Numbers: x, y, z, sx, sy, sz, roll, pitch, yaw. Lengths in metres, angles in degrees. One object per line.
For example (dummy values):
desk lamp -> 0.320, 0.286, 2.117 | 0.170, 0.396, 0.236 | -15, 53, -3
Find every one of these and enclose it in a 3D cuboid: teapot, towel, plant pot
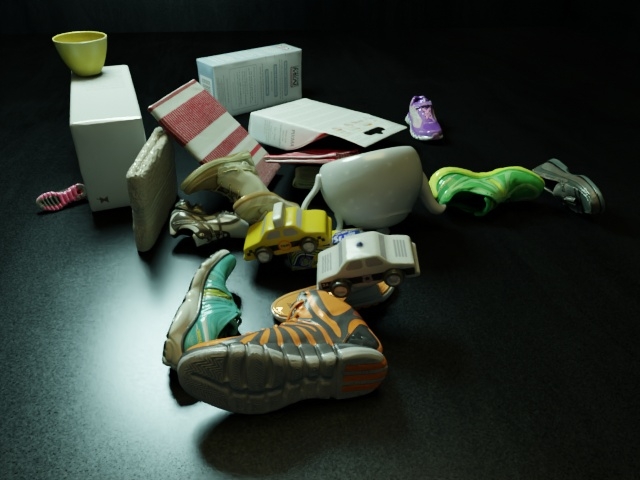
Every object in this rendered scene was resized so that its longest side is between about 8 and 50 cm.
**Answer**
teapot -> 0.118, -0.101, 1.176 | 0.255, 0.187, 0.252 | -8, 5, 34
towel -> -0.013, -0.227, 1.379 | 0.198, 0.031, 0.275 | 3, 12, 17
towel -> -0.381, -0.127, 1.173 | 0.049, 0.187, 0.282 | 2, 32, -2
towel -> 0.001, -0.171, 1.399 | 0.147, 0.027, 0.110 | 3, 33, 1
plant pot -> -0.639, -0.501, 1.391 | 0.134, 0.095, 0.134 | 0, 34, 0
towel -> -0.258, -0.245, 1.306 | 0.329, 0.037, 0.237 | 45, 33, -14

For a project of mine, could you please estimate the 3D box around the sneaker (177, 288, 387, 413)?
sneaker -> -0.065, 0.169, 0.832 | 0.320, 0.125, 0.180 | 4, 28, -16

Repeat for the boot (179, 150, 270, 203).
boot -> -0.200, -0.105, 1.175 | 0.213, 0.077, 0.165 | -33, 92, -47

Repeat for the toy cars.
toy cars -> 0.000, 0.000, 0.969 | 0.393, 0.087, 0.176 | 19, 52, 40

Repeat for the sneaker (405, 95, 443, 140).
sneaker -> 0.341, -0.408, 1.698 | 0.095, 0.105, 0.237 | -1, 35, -7

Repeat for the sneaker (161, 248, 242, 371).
sneaker -> -0.192, 0.127, 0.913 | 0.109, 0.107, 0.275 | 20, 38, -8

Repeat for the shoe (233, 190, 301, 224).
shoe -> -0.101, -0.058, 1.134 | 0.219, 0.076, 0.058 | 6, 45, -55

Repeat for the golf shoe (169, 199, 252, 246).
golf shoe -> -0.236, -0.020, 1.141 | 0.198, 0.077, 0.094 | 13, 64, 0

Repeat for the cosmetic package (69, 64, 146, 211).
cosmetic package -> -0.559, -0.292, 1.374 | 0.161, 0.230, 0.453 | -11, 37, -18

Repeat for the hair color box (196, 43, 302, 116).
hair color box -> -0.243, -0.575, 1.843 | 0.374, 0.186, 0.113 | -24, 41, -33

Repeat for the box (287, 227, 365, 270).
box -> 0.016, 0.017, 1.097 | 0.168, 0.054, 0.059 | -7, 35, -11

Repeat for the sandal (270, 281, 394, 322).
sandal -> 0.032, 0.086, 0.977 | 0.265, 0.076, 0.102 | -16, 38, -26

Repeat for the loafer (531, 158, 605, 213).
loafer -> 0.627, -0.129, 1.330 | 0.084, 0.096, 0.268 | -19, 27, 5

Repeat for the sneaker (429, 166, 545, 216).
sneaker -> 0.417, -0.112, 1.287 | 0.295, 0.110, 0.124 | -2, 56, -7

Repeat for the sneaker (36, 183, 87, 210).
sneaker -> -0.639, -0.106, 1.269 | 0.119, 0.047, 0.057 | -24, 20, -34

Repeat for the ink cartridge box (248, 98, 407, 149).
ink cartridge box -> 0.026, -0.329, 1.557 | 0.384, 0.091, 0.308 | 22, 31, 23
